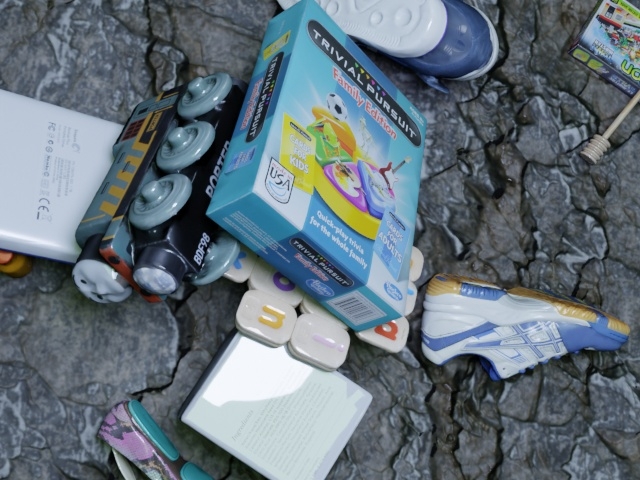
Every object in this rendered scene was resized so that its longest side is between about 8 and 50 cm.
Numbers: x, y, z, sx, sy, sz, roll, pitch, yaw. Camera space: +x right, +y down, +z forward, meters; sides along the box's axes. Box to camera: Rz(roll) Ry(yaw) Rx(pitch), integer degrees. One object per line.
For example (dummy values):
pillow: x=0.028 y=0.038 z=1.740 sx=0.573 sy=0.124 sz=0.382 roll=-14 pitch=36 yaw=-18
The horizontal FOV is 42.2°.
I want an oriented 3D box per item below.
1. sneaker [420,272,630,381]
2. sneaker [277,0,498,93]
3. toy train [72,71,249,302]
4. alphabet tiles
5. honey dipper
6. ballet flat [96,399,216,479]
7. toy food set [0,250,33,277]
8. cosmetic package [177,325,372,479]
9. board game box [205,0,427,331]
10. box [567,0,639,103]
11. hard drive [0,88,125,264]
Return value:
sneaker: x=0.278 y=0.133 z=1.154 sx=0.297 sy=0.112 sz=0.130 roll=11 pitch=97 yaw=-7
sneaker: x=0.103 y=-0.318 z=1.180 sx=0.323 sy=0.236 sz=0.130 roll=35 pitch=108 yaw=35
toy train: x=-0.177 y=-0.064 z=0.984 sx=0.142 sy=0.190 sz=0.333 roll=51 pitch=38 yaw=-36
alphabet tiles: x=-0.007 y=0.024 z=1.050 sx=0.278 sy=0.021 sz=0.284 roll=24 pitch=50 yaw=-7
honey dipper: x=0.451 y=-0.183 z=1.240 sx=0.030 sy=0.030 sz=0.160 roll=40 pitch=90 yaw=-2
ballet flat: x=-0.195 y=0.300 z=1.048 sx=0.221 sy=0.077 sz=0.079 roll=44 pitch=95 yaw=3
toy food set: x=-0.437 y=-0.065 z=1.035 sx=0.111 sy=0.104 sz=0.232 roll=-11 pitch=84 yaw=-12
cosmetic package: x=-0.063 y=0.207 z=1.039 sx=0.184 sy=0.151 sz=0.151 roll=35 pitch=76 yaw=-5
board game box: x=0.015 y=-0.098 z=1.011 sx=0.254 sy=0.079 sz=0.336 roll=40 pitch=44 yaw=-32
box: x=0.497 y=-0.280 z=1.279 sx=0.207 sy=0.036 sz=0.114 roll=33 pitch=77 yaw=-4
hard drive: x=-0.398 y=-0.092 z=0.995 sx=0.319 sy=0.040 sz=0.210 roll=14 pitch=56 yaw=-28
